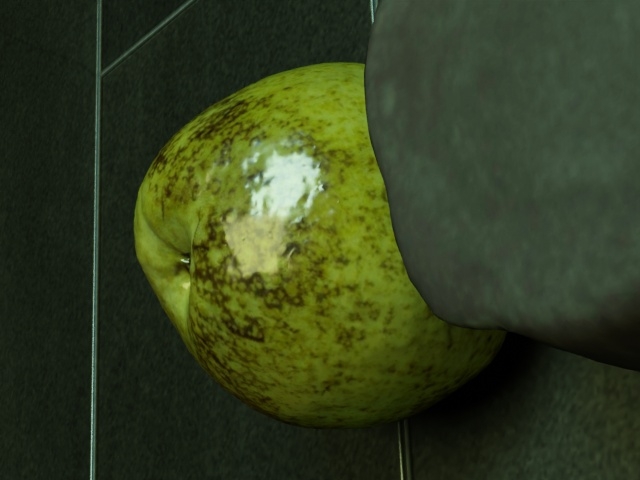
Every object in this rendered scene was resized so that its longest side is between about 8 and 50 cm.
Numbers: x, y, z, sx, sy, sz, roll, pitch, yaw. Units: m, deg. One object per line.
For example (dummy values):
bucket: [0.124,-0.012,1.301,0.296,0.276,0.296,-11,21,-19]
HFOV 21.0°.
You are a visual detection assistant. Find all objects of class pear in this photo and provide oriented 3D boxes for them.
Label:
pear: [0.000,0.000,0.896,0.197,0.197,0.197,-26,56,47]

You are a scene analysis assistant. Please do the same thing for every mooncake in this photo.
mooncake: [0.162,-0.078,0.727,0.306,0.154,0.306,-28,54,47]
